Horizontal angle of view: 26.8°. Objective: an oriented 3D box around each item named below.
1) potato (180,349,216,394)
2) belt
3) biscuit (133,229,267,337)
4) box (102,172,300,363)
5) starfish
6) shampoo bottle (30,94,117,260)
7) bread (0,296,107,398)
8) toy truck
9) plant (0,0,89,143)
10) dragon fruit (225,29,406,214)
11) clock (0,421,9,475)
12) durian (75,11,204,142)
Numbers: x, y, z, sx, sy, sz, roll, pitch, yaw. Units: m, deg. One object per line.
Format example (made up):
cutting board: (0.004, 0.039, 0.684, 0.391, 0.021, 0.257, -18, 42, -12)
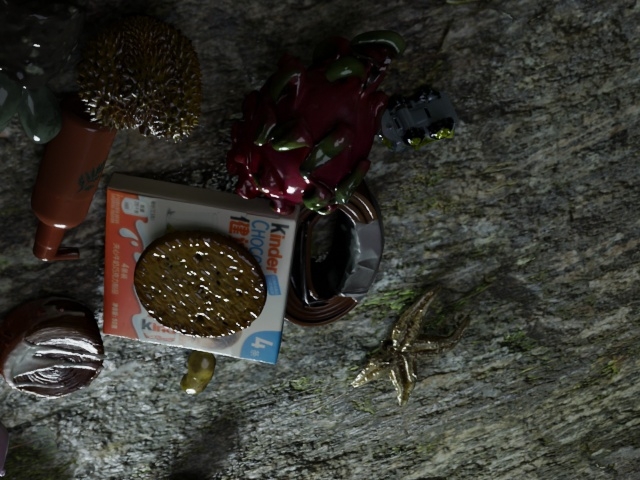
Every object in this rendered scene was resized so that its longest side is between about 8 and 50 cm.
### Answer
potato: (-0.189, 0.204, 2.101, 0.046, 0.045, 0.092, -29, 146, -52)
belt: (0.000, 0.000, 1.964, 0.184, 0.105, 0.261, -10, 129, -11)
biscuit: (-0.166, 0.061, 1.864, 0.188, 0.027, 0.188, 3, 128, 4)
box: (-0.173, 0.044, 1.900, 0.265, 0.048, 0.273, 9, 127, 1)
starfish: (0.159, 0.180, 2.219, 0.138, 0.050, 0.247, 18, 123, -35)
shampoo bottle: (-0.334, -0.074, 1.779, 0.085, 0.085, 0.244, 5, 127, -25)
bread: (-0.394, 0.155, 1.957, 0.160, 0.073, 0.160, -12, 136, -12)
toy truck: (0.135, -0.160, 1.907, 0.111, 0.076, 0.077, -19, 153, -5)
plant: (-0.363, -0.229, 1.597, 0.146, 0.149, 0.274, 34, 139, 5)
dragon fruit: (-0.011, -0.163, 1.760, 0.218, 0.198, 0.272, -11, 120, -72)
clock: (-0.635, 0.329, 1.931, 0.322, 0.113, 0.295, 23, 122, -15)
durian: (-0.224, -0.201, 1.663, 0.158, 0.168, 0.137, 1, 161, -19)
